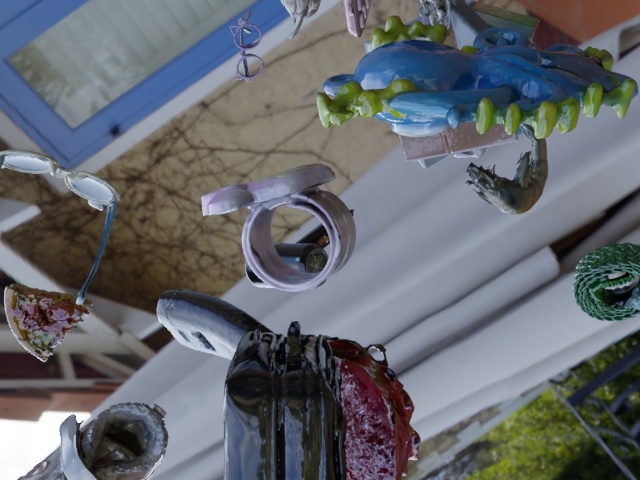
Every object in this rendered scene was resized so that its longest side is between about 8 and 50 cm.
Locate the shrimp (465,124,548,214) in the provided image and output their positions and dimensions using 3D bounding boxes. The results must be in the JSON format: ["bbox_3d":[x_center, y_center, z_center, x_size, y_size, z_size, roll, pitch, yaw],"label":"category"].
[{"bbox_3d":[0.315,-0.122,1.200,0.217,0.150,0.051,12,-169,-46],"label":"shrimp"}]

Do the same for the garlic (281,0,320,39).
[{"bbox_3d":[-0.055,-0.658,2.031,0.127,0.131,0.194,33,121,42],"label":"garlic"}]

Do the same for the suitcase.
[{"bbox_3d":[-0.055,0.294,1.038,0.345,0.188,0.339,-86,-5,-86],"label":"suitcase"}]

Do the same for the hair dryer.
[{"bbox_3d":[0.000,0.000,1.741,0.189,0.352,0.107,0,117,41],"label":"hair dryer"}]

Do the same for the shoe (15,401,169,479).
[{"bbox_3d":[-0.405,0.399,1.230,0.172,0.351,0.198,41,144,4],"label":"shoe"}]

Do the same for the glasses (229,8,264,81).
[{"bbox_3d":[-0.153,-0.398,1.431,0.140,0.062,0.104,91,163,-51],"label":"glasses"}]

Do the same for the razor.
[{"bbox_3d":[-0.227,0.207,1.668,0.327,0.107,0.189,14,148,40],"label":"razor"}]

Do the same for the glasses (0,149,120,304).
[{"bbox_3d":[-0.370,-0.028,1.026,0.189,0.088,0.221,25,-143,-38],"label":"glasses"}]

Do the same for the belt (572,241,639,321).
[{"bbox_3d":[0.501,0.064,1.225,0.121,0.151,0.079,47,-139,-13],"label":"belt"}]

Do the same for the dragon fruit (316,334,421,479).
[{"bbox_3d":[0.034,0.371,1.424,0.386,0.371,0.249,54,-153,15],"label":"dragon fruit"}]

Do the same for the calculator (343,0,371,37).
[{"bbox_3d":[0.070,-0.524,1.326,0.220,0.048,0.330,79,-162,-53],"label":"calculator"}]

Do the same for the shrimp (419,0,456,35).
[{"bbox_3d":[0.248,-0.559,1.357,0.085,0.247,0.360,34,136,47],"label":"shrimp"}]

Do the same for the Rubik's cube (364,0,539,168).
[{"bbox_3d":[0.318,-0.372,1.634,0.368,0.387,0.358,16,133,55],"label":"Rubik's cube"}]

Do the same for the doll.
[{"bbox_3d":[0.169,-0.164,0.787,0.346,0.341,0.099,-86,0,-61],"label":"doll"}]

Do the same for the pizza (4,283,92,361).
[{"bbox_3d":[-0.623,0.169,1.670,0.201,0.193,0.053,63,-177,-17],"label":"pizza"}]

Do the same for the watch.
[{"bbox_3d":[-0.070,-0.015,1.334,0.211,0.248,0.217,-26,-80,-69],"label":"watch"}]
